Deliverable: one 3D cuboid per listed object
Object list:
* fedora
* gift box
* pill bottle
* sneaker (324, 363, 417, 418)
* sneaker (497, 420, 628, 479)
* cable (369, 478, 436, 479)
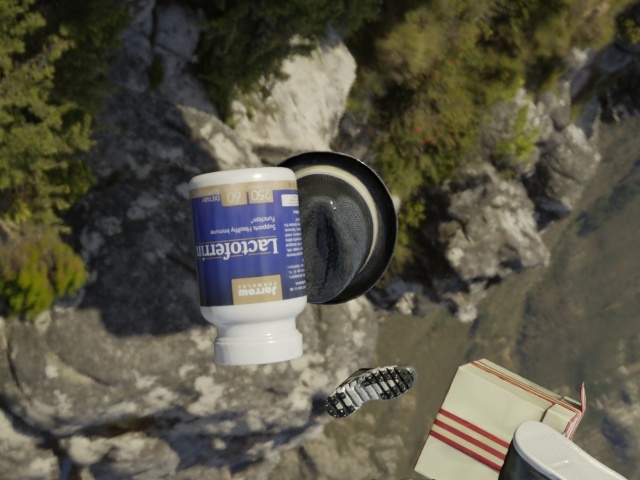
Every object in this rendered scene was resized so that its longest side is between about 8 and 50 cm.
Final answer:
[{"bbox_3d":[0.000,0.000,1.701,0.334,0.152,0.334,2,114,4],"label":"fedora"},{"bbox_3d":[0.361,0.365,1.637,0.255,0.258,0.276,-4,118,-65],"label":"gift box"},{"bbox_3d":[-0.098,0.036,1.222,0.153,0.265,0.153,-6,180,0],"label":"pill bottle"},{"bbox_3d":[0.118,0.319,1.961,0.234,0.078,0.106,-29,-169,26],"label":"sneaker"},{"bbox_3d":[0.407,0.423,1.370,0.104,0.296,0.147,-35,155,-37],"label":"sneaker"},{"bbox_3d":[0.110,0.366,1.264,0.150,0.047,0.184,-22,163,35],"label":"cable"}]
